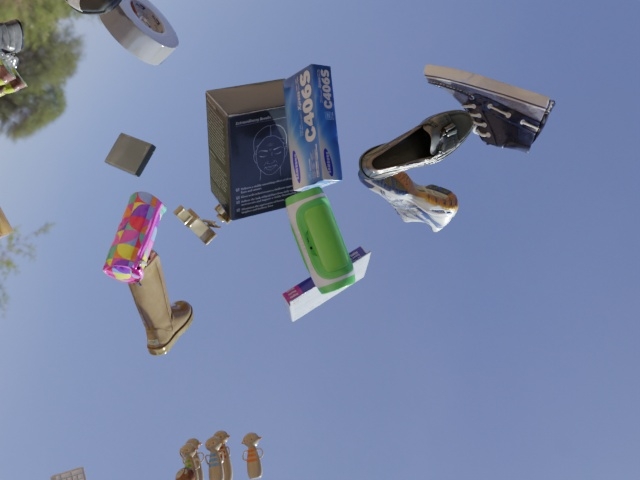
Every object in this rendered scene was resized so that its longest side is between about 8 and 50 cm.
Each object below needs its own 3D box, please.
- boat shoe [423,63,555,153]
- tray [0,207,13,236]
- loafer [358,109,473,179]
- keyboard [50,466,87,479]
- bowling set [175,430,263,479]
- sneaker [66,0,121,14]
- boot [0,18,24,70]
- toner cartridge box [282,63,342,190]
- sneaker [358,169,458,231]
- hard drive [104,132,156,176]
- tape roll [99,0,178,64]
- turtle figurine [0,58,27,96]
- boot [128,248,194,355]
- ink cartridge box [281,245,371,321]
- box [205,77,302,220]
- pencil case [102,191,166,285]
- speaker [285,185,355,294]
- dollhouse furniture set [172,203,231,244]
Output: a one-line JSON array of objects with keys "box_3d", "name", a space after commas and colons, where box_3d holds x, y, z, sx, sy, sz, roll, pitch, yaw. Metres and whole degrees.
[{"box_3d": [0.408, -0.330, 1.658, 0.127, 0.341, 0.158, -69, 176, -75], "name": "boat shoe"}, {"box_3d": [-1.079, -0.163, 1.884, 0.203, 0.410, 0.076, -23, -171, 16], "name": "tray"}, {"box_3d": [0.212, -0.200, 1.391, 0.268, 0.096, 0.084, -26, -174, -2], "name": "loafer"}, {"box_3d": [-0.532, 0.634, 1.448, 0.014, 0.072, 0.256, 166, -90, -79], "name": "keyboard"}, {"box_3d": [-0.318, 0.608, 1.837, 0.287, 0.200, 0.154, -20, -115, 21], "name": "bowling set"}, {"box_3d": [-0.607, -0.652, 1.549, 0.330, 0.146, 0.122, 34, -101, 20], "name": "sneaker"}, {"box_3d": [-0.973, -0.629, 1.909, 0.223, 0.118, 0.338, -33, 168, -49], "name": "boot"}, {"box_3d": [-0.026, -0.333, 1.965, 0.165, 0.075, 0.347, -14, -99, 56], "name": "toner cartridge box"}, {"box_3d": [0.233, -0.112, 1.851, 0.112, 0.296, 0.131, -62, 175, -46], "name": "sneaker"}, {"box_3d": [-0.506, -0.228, 1.742, 0.135, 0.022, 0.094, 22, -99, 33], "name": "hard drive"}, {"box_3d": [-0.494, -0.587, 1.789, 0.072, 0.219, 0.219, -37, -144, 21], "name": "tape roll"}, {"box_3d": [-0.880, -0.374, 1.675, 0.217, 0.269, 0.087, -33, -107, -2], "name": "turtle figurine"}, {"box_3d": [-0.430, 0.142, 1.778, 0.089, 0.269, 0.236, -3, -152, 9], "name": "boot"}, {"box_3d": [0.017, 0.143, 2.290, 0.324, 0.330, 0.071, -31, -106, -11], "name": "ink cartridge box"}, {"box_3d": [-0.209, -0.308, 2.209, 0.212, 0.294, 0.395, 50, -35, 44], "name": "box"}, {"box_3d": [-0.452, -0.006, 1.611, 0.104, 0.104, 0.236, -25, -134, 41], "name": "pencil case"}, {"box_3d": [0.000, 0.000, 1.896, 0.131, 0.131, 0.296, -20, -89, 44], "name": "speaker"}, {"box_3d": [-0.437, -0.110, 2.409, 0.161, 0.182, 0.101, -45, -140, -7], "name": "dollhouse furniture set"}]
